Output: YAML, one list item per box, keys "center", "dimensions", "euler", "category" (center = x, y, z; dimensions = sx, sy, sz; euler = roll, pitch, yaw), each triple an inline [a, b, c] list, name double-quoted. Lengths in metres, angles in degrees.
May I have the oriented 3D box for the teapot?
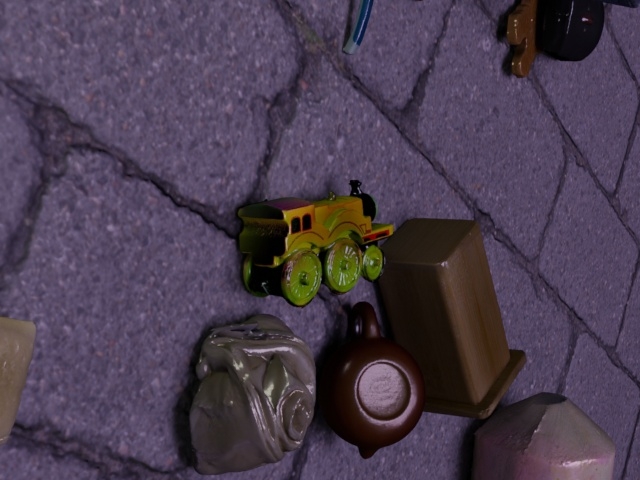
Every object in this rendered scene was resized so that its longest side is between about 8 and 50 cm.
- center: [0.071, 0.225, 1.574]
  dimensions: [0.178, 0.135, 0.252]
  euler: [0, 78, -26]
  category: "teapot"

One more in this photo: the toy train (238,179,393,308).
- center: [0.000, 0.000, 1.433]
  dimensions: [0.296, 0.101, 0.160]
  euler: [-15, 107, -53]
  category: "toy train"

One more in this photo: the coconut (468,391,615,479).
- center: [0.462, 0.471, 2.031]
  dimensions: [0.297, 0.298, 0.309]
  euler: [1, 98, -54]
  category: "coconut"

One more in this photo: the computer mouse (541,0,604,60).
- center: [0.546, -0.465, 2.065]
  dimensions: [0.269, 0.100, 0.170]
  euler: [-13, 109, -65]
  category: "computer mouse"

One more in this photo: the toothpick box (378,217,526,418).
- center: [0.217, 0.130, 1.703]
  dimensions: [0.187, 0.190, 0.308]
  euler: [-42, 124, -41]
  category: "toothpick box"

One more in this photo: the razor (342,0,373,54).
- center: [0.066, -0.381, 1.501]
  dimensions: [0.068, 0.037, 0.191]
  euler: [8, 91, -56]
  category: "razor"

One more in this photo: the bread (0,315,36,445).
- center: [-0.378, 0.130, 0.966]
  dimensions: [0.178, 0.060, 0.139]
  euler: [25, 75, -53]
  category: "bread"

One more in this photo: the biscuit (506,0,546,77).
- center: [0.431, -0.440, 1.995]
  dimensions: [0.236, 0.040, 0.144]
  euler: [-56, 146, -41]
  category: "biscuit"

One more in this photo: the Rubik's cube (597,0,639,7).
- center: [0.451, -0.628, 1.720]
  dimensions: [0.305, 0.301, 0.303]
  euler: [26, 87, -53]
  category: "Rubik's cube"

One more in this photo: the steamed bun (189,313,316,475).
- center: [-0.075, 0.215, 1.333]
  dimensions: [0.218, 0.144, 0.211]
  euler: [-11, 105, -54]
  category: "steamed bun"
